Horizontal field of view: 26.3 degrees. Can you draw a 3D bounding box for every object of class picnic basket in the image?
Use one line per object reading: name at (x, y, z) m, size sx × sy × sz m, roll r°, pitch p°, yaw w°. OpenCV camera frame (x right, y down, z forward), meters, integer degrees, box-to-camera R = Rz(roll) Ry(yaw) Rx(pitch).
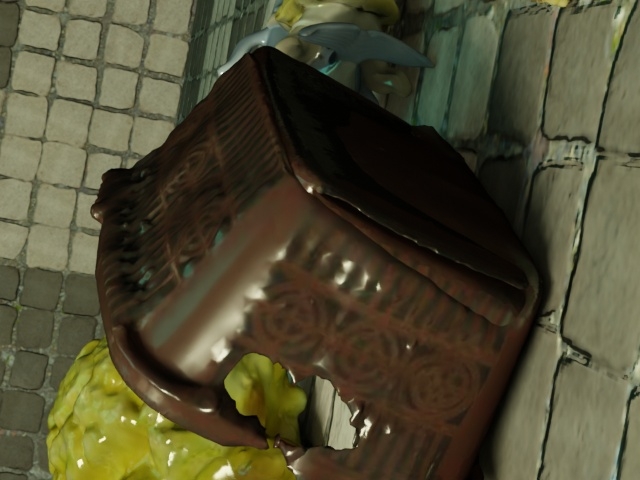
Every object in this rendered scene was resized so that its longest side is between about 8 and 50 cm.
picnic basket at (0.000, 0.000, 0.728) m, size 0.129 × 0.222 × 0.297 m, roll -59°, pitch 18°, yaw 16°

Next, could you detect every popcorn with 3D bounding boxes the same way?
popcorn at (-0.106, 0.191, 1.077) m, size 0.237 × 0.206 × 0.251 m, roll -43°, pitch 49°, yaw 48°

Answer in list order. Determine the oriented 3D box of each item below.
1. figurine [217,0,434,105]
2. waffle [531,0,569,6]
figurine at (0.008, -0.161, 0.986) m, size 0.208 × 0.128 × 0.184 m, roll -139°, pitch 61°, yaw -67°
waffle at (0.105, -0.186, 0.721) m, size 0.148 × 0.042 × 0.102 m, roll -112°, pitch 32°, yaw -68°
